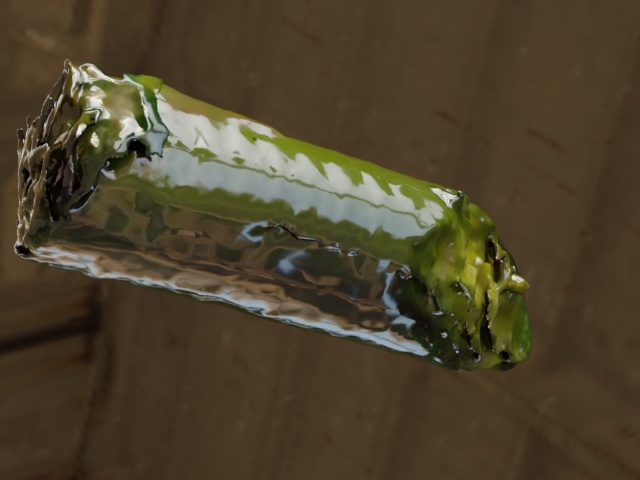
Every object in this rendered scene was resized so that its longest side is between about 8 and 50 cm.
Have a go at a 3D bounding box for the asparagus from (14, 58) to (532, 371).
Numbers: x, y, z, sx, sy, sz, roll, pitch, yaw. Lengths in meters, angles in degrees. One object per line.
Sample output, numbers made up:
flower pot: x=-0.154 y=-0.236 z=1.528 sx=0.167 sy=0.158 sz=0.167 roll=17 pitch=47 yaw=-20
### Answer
asparagus: x=0.000 y=0.000 z=1.000 sx=0.128 sy=0.382 sz=0.108 roll=-52 pitch=-146 yaw=35
